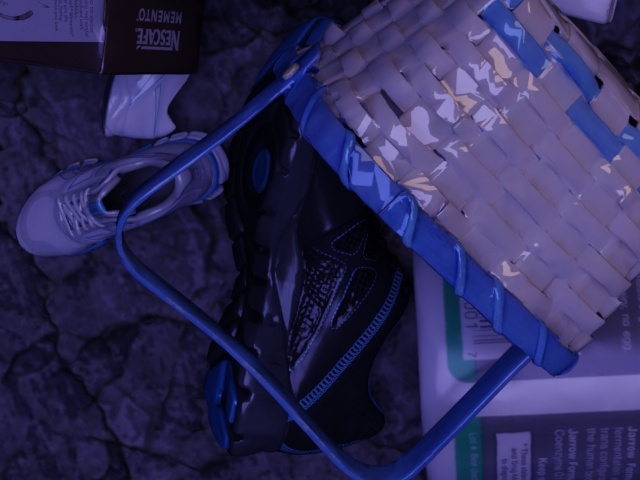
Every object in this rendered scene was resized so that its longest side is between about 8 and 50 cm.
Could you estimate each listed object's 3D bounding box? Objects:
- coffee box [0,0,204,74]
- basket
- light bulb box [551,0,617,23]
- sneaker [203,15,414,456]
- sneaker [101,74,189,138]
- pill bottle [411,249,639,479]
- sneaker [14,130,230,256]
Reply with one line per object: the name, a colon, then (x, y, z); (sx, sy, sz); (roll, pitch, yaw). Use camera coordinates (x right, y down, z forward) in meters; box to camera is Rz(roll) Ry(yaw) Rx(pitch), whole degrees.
coffee box: (-0.224, -0.181, 0.995); (0.246, 0.141, 0.098); (10, 100, 22)
basket: (0.059, -0.011, 0.826); (0.289, 0.201, 0.255); (-42, 112, 6)
light bulb box: (0.059, -0.362, 0.907); (0.361, 0.225, 0.358); (13, 109, 5)
sneaker: (0.000, 0.000, 1.073); (0.139, 0.125, 0.341); (6, 100, -22)
sneaker: (-0.131, -0.152, 1.077); (0.061, 0.054, 0.152); (9, 103, -13)
pill bottle: (0.251, 0.079, 1.004); (0.361, 0.204, 0.204); (-3, 100, 5)
sneaker: (-0.168, -0.032, 1.068); (0.190, 0.083, 0.071); (-22, 96, 23)
